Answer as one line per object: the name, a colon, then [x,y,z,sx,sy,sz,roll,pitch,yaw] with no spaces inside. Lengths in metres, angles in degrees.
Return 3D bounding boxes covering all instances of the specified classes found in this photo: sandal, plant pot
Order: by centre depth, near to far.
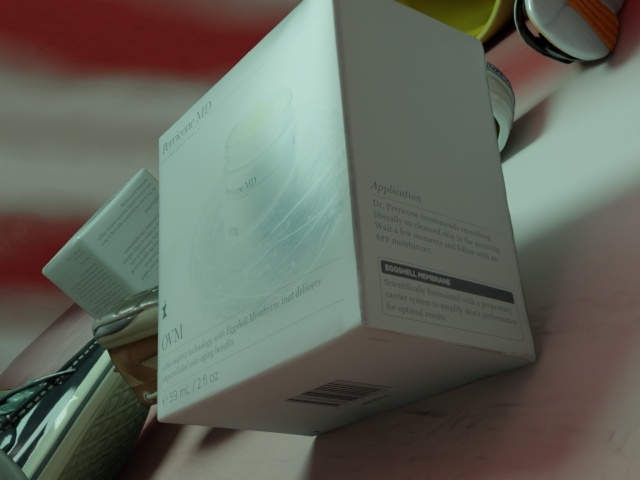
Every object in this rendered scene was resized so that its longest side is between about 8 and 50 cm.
sandal: [0.250,-0.230,0.888,0.076,0.102,0.265,-36,6,39]
plant pot: [0.220,-0.428,1.334,0.239,0.254,0.254,-34,2,-43]

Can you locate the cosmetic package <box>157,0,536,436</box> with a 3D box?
cosmetic package: [-0.001,-0.007,0.582,0.224,0.138,0.225,-32,53,46]

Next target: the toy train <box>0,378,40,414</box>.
toy train: [-0.457,0.283,1.172,0.190,0.142,0.334,-4,7,-5]

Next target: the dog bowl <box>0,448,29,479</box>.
dog bowl: [-0.397,0.291,0.693,0.349,0.349,0.102,-48,-32,-18]

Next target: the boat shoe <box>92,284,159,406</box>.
boat shoe: [-0.054,0.075,0.801,0.324,0.116,0.123,-17,7,25]

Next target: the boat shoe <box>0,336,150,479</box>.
boat shoe: [-0.322,0.241,0.904,0.500,0.156,0.187,-56,-17,-39]

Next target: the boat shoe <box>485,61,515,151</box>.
boat shoe: [0.035,-0.038,0.883,0.367,0.136,0.156,-29,20,22]

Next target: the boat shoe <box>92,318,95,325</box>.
boat shoe: [-0.278,0.080,1.591,0.302,0.109,0.094,-38,-5,-12]

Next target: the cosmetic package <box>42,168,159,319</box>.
cosmetic package: [-0.248,0.033,1.204,0.151,0.184,0.151,-29,20,50]

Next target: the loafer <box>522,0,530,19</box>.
loafer: [0.323,-0.348,1.112,0.170,0.062,0.061,-40,8,13]
